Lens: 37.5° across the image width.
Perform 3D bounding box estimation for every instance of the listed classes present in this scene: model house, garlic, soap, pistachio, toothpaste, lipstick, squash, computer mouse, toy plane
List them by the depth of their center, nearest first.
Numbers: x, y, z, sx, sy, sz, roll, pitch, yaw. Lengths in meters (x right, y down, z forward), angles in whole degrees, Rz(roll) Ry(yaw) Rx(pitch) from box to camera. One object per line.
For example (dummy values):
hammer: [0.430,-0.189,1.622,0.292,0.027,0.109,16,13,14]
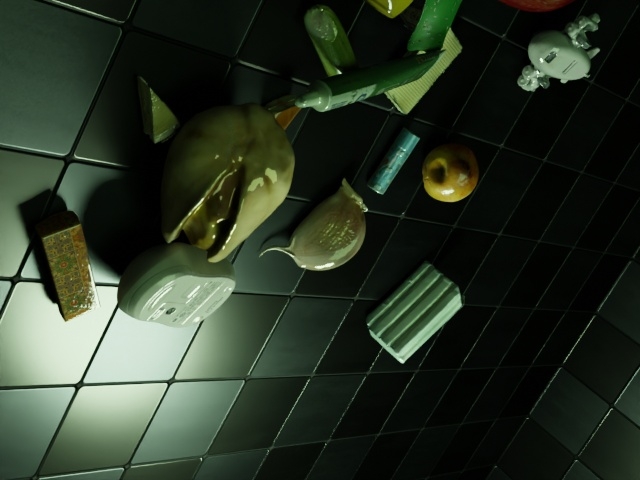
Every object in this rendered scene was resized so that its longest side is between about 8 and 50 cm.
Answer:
pistachio: [-0.179,-0.110,1.736,0.321,0.229,0.238,-59,-172,26]
squash: [0.026,-0.373,1.840,0.069,0.069,0.239,-43,145,-8]
toothpaste: [0.099,-0.316,1.865,0.392,0.061,0.099,-23,167,-39]
computer mouse: [-0.296,0.083,1.879,0.184,0.121,0.297,-49,159,15]
model house: [0.212,-0.477,1.927,0.117,0.088,0.167,-6,125,-44]
garlic: [-0.001,0.005,2.148,0.266,0.148,0.128,-42,-179,-18]
lipstick: [0.168,-0.184,2.187,0.048,0.048,0.158,18,109,-53]
toy plane: [0.593,-0.459,2.331,0.252,0.118,0.252,-23,153,-13]
soap: [0.255,0.189,2.542,0.261,0.150,0.094,-42,150,-10]

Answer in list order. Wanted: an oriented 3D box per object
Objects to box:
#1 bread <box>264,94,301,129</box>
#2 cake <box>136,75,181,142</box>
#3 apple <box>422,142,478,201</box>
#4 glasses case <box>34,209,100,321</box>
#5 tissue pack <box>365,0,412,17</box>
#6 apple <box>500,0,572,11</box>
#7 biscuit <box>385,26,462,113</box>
bread: [-0.088,-0.245,1.857,0.109,0.043,0.062,-53,147,8]
cake: [-0.294,-0.229,1.643,0.065,0.052,0.121,-40,145,-9]
apple: [0.313,-0.165,2.276,0.146,0.146,0.146,-28,140,-27]
glasses case: [-0.460,0.048,1.724,0.075,0.049,0.218,-23,137,-22]
tissue pack: [0.113,-0.512,1.756,0.127,0.123,0.178,-50,144,7]
apple: [0.428,-0.600,1.882,0.316,0.288,0.288,4,121,-29]
biscuit: [0.219,-0.382,2.065,0.199,0.040,0.121,-49,147,3]
